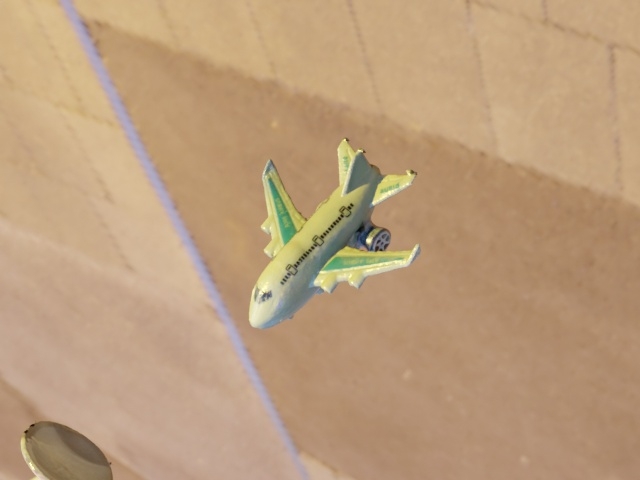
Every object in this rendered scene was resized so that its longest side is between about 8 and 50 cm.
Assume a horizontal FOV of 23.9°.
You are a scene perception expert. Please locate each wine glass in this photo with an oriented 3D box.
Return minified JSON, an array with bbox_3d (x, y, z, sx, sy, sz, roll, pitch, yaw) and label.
[{"bbox_3d":[-0.197,0.187,0.939,0.073,0.155,0.073,31,-156,-15],"label":"wine glass"}]

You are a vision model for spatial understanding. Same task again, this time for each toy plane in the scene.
[{"bbox_3d":[0.001,0.001,0.577,0.080,0.083,0.033,31,172,33],"label":"toy plane"}]
